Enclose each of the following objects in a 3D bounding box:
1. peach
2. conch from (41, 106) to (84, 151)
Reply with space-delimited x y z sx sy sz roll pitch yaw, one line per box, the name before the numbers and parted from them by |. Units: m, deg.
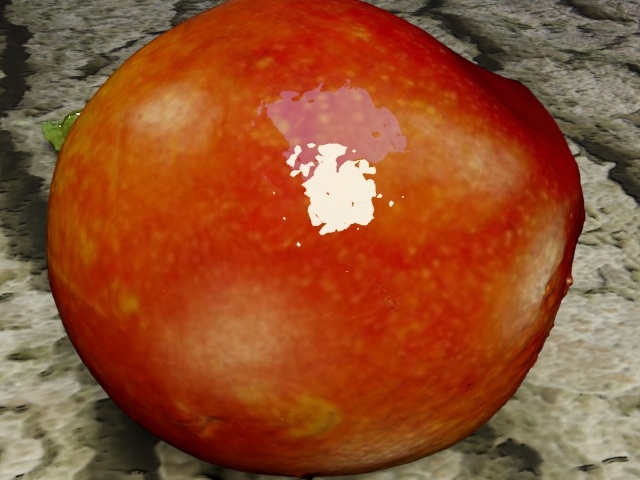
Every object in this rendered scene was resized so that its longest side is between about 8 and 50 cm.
peach | 0.000 0.000 0.497 0.389 0.388 0.388 1 38 -1
conch | -0.355 -0.158 0.929 0.089 0.074 0.121 11 10 -25
